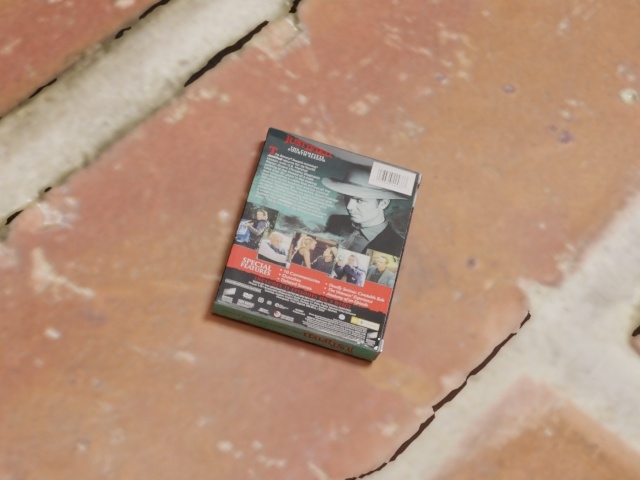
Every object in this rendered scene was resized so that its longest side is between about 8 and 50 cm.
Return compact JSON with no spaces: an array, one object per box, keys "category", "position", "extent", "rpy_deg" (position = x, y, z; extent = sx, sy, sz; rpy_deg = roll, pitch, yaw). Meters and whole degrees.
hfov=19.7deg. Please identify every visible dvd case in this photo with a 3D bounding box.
[{"category":"dvd case","position":[0.000,0.000,0.948],"extent":[0.087,0.013,0.119],"rpy_deg":[16,54,-2]}]
